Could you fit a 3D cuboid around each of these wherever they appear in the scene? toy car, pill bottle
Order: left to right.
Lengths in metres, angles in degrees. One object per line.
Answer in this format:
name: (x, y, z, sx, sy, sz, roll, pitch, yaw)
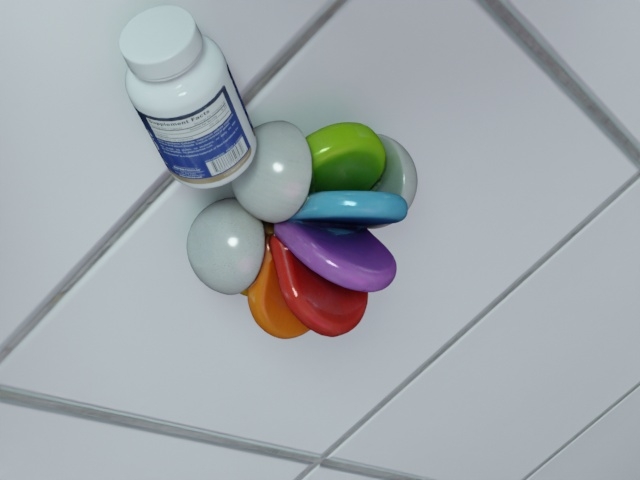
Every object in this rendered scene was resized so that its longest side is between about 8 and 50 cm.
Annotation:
pill bottle: (-0.088, -0.093, 0.685, 0.067, 0.067, 0.120, -29, 145, -6)
toy car: (0.000, 0.000, 0.805, 0.159, 0.136, 0.182, 5, 130, -41)
